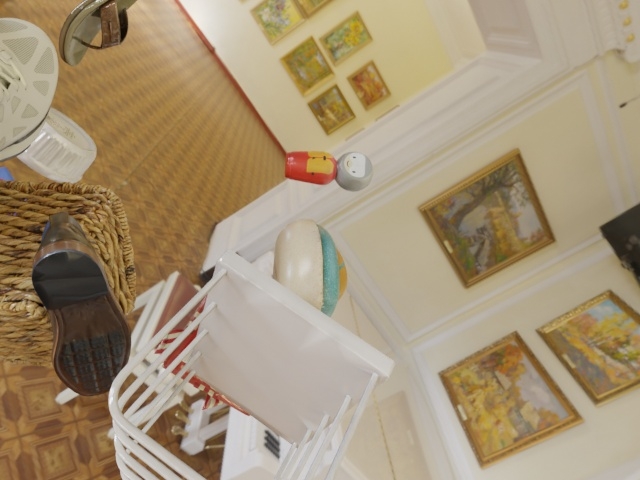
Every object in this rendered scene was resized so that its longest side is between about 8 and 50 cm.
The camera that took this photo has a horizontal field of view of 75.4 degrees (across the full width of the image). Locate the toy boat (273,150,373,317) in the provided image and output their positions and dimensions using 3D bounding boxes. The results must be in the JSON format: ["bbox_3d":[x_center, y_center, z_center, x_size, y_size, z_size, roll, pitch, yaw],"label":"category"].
[{"bbox_3d":[0.000,0.000,0.731,0.267,0.148,0.319,-113,-151,-68],"label":"toy boat"}]

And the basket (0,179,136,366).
[{"bbox_3d":[-0.443,0.055,0.641,0.214,0.299,0.223,81,15,-50],"label":"basket"}]

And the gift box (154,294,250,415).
[{"bbox_3d":[-0.243,0.264,1.000,0.255,0.276,0.258,38,-20,-7],"label":"gift box"}]

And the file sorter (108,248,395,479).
[{"bbox_3d":[-0.093,0.191,0.434,0.192,0.278,0.173,34,47,5],"label":"file sorter"}]

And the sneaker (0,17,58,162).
[{"bbox_3d":[-0.448,-0.206,0.555,0.169,0.257,0.448,42,40,-36],"label":"sneaker"}]

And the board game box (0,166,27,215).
[{"bbox_3d":[-1.167,-0.099,1.369,0.233,0.078,0.347,57,30,-3],"label":"board game box"}]

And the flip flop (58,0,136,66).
[{"bbox_3d":[-0.432,-0.462,0.863,0.080,0.277,0.112,48,1,-17],"label":"flip flop"}]

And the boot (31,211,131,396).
[{"bbox_3d":[-0.270,0.074,0.474,0.106,0.082,0.219,48,-42,45],"label":"boot"}]

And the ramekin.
[{"bbox_3d":[-0.702,-0.258,1.096,0.207,0.109,0.207,47,6,-7],"label":"ramekin"}]
